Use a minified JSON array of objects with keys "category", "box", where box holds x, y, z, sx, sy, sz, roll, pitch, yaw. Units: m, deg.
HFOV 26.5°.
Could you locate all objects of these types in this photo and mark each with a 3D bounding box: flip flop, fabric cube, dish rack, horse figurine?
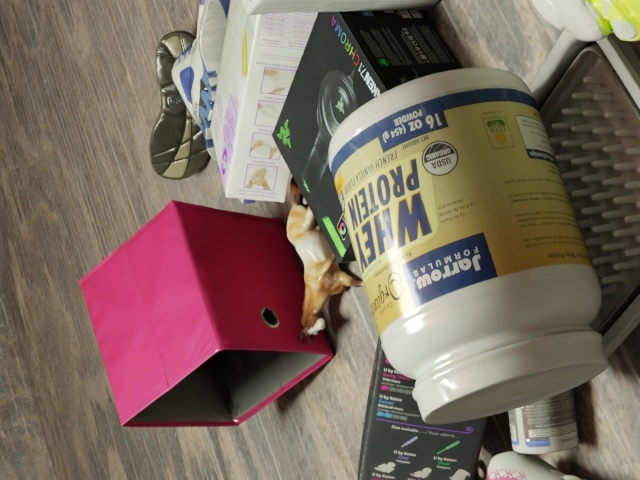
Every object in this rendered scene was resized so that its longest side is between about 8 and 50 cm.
[{"category":"flip flop","box":[-0.250,-0.242,2.430,0.080,0.112,0.277,-95,5,-69]},{"category":"fabric cube","box":[-0.179,0.122,2.128,0.259,0.254,0.258,-38,60,33]},{"category":"dish rack","box":[0.289,-0.036,1.437,0.286,0.072,0.333,67,149,30]},{"category":"horse figurine","box":[0.000,0.000,2.026,0.174,0.066,0.263,-40,62,53]}]

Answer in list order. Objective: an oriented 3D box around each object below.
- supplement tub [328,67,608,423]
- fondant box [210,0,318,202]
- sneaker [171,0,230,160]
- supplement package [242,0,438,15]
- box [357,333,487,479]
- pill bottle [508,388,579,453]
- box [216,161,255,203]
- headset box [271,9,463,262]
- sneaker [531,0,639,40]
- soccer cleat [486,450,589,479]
[{"category":"supplement tub","box":[0.152,0.009,1.390,0.228,0.228,0.316,-46,56,57]},{"category":"fondant box","box":[-0.085,-0.257,2.015,0.238,0.096,0.330,-108,25,-58]},{"category":"sneaker","box":[-0.178,-0.301,2.230,0.182,0.127,0.316,42,134,50]},{"category":"supplement package","box":[0.033,-0.395,1.638,0.145,0.261,0.204,-32,68,60]},{"category":"box","box":[0.135,0.158,1.650,0.165,0.143,0.270,-79,-4,-62]},{"category":"pill bottle","box":[0.251,0.170,1.558,0.078,0.078,0.137,-4,93,63]},{"category":"box","box":[-0.136,-0.123,2.304,0.136,0.028,0.081,53,141,47]},{"category":"headset box","box":[0.067,-0.144,1.771,0.246,0.131,0.283,63,146,32]},{"category":"sneaker","box":[0.305,-0.253,1.306,0.240,0.126,0.091,29,152,52]},{"category":"soccer cleat","box":[0.310,0.308,1.467,0.331,0.116,0.143,47,121,46]}]
